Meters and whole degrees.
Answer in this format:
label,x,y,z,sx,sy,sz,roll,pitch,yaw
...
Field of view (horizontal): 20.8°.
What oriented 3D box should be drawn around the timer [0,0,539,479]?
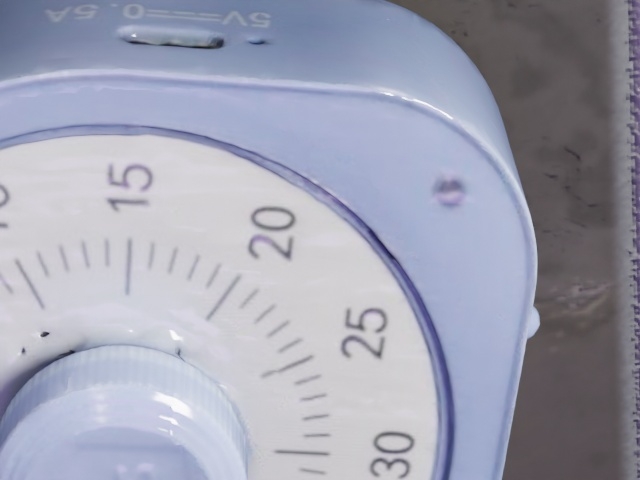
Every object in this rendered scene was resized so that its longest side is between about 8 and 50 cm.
label,x,y,z,sx,sy,sz,roll,pitch,yaw
timer,-0.100,0.072,0.792,0.395,0.173,0.395,-2,120,-3
